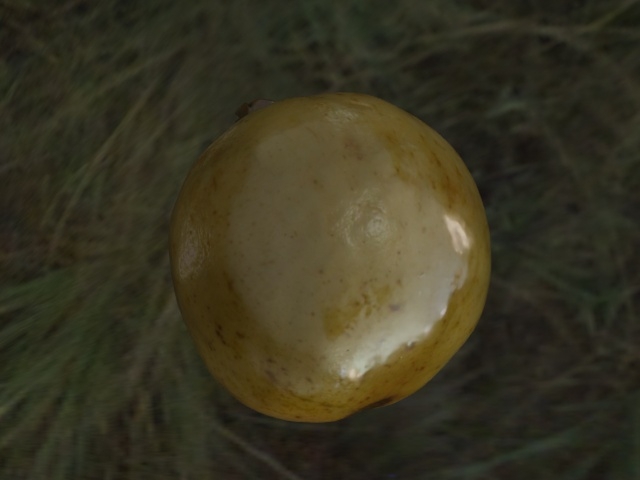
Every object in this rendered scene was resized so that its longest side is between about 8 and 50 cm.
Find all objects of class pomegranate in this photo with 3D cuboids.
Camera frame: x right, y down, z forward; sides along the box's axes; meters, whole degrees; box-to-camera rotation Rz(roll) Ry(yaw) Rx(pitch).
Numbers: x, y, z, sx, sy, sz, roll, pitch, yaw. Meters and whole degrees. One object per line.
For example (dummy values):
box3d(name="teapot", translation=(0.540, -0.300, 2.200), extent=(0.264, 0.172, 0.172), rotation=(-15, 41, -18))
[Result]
box3d(name="pomegranate", translation=(0.000, 0.000, 1.048), extent=(0.196, 0.196, 0.196), rotation=(2, 83, -15))
